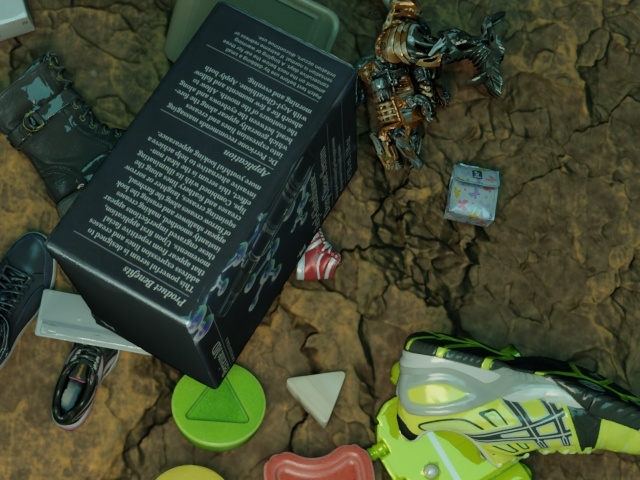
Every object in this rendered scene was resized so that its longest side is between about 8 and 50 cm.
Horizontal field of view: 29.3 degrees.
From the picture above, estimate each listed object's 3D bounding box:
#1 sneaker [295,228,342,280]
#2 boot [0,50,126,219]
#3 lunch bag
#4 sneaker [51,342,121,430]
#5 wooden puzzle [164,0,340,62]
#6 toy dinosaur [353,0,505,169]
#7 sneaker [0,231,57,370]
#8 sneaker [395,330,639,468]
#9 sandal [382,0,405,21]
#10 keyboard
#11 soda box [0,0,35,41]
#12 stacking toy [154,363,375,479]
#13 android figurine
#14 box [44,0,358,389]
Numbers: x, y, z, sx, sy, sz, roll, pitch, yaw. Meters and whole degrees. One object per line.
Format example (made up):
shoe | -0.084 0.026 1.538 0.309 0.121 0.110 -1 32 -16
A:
sneaker | 0.000 0.000 1.771 0.067 0.042 0.118 4 87 0
boot | -0.335 -0.174 1.756 0.263 0.091 0.229 -33 85 -5
lunch bag | 0.222 -0.069 1.787 0.071 0.053 0.083 13 72 -2
sneaker | -0.326 0.179 1.711 0.072 0.077 0.178 15 80 -2
wooden puzzle | -0.099 -0.293 1.737 0.239 0.221 0.044 30 50 4
toy dinosaur | 0.151 -0.262 1.750 0.218 0.164 0.321 4 119 7
sneaker | -0.437 0.083 1.679 0.086 0.163 0.226 23 80 2
sneaker | 0.284 0.237 1.671 0.385 0.145 0.147 16 98 -1
sandal | 0.079 -0.382 1.825 0.049 0.072 0.180 -25 88 16
keyboard | -0.266 0.122 1.718 0.256 0.014 0.072 11 55 -11
soda box | -0.531 -0.314 1.779 0.216 0.069 0.073 -19 83 -5
stacking toy | -0.086 0.324 1.713 0.309 0.130 0.279 3 55 -5
android figurine | 0.190 0.267 1.736 0.273 0.056 0.248 -28 84 -8
box | -0.135 -0.052 1.604 0.212 0.293 0.395 29 73 13
